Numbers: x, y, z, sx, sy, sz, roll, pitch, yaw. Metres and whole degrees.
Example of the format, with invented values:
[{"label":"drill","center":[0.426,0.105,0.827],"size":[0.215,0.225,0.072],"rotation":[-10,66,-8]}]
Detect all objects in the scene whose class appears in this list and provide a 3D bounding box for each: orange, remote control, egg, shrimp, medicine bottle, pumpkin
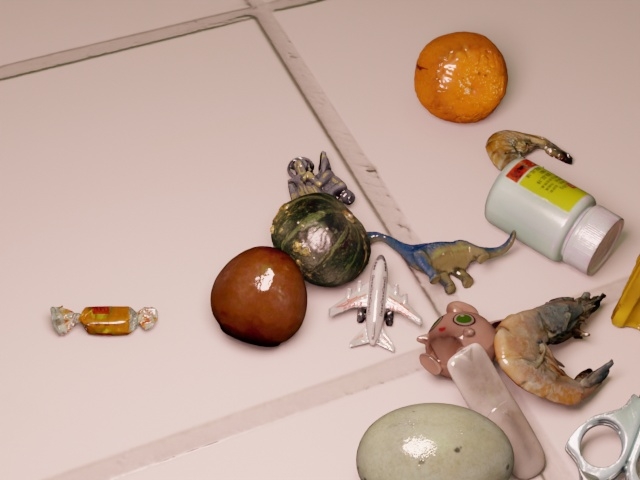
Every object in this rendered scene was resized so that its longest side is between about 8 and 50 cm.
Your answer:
[{"label":"orange","center":[0.283,-0.332,2.210],"size":[0.193,0.193,0.161],"rotation":[-12,16,-12]},{"label":"remote control","center":[0.282,0.270,1.708],"size":[0.073,0.044,0.229],"rotation":[-30,89,-17]},{"label":"egg","center":[0.171,0.328,1.632],"size":[0.237,0.169,0.169],"rotation":[3,49,-4]},{"label":"shrimp","center":[0.424,-0.155,2.146],"size":[0.150,0.051,0.217],"rotation":[-16,47,-25]},{"label":"shrimp","center":[0.409,0.178,1.810],"size":[0.289,0.075,0.178],"rotation":[-14,68,-45]},{"label":"medicine bottle","center":[0.422,-0.043,1.985],"size":[0.225,0.139,0.139],"rotation":[34,56,25]},{"label":"pumpkin","center":[0.001,0.000,1.911],"size":[0.146,0.190,0.190],"rotation":[-42,57,3]}]

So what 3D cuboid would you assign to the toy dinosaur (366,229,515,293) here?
[{"label":"toy dinosaur","center":[0.216,0.006,1.984],"size":[0.248,0.075,0.188],"rotation":[-25,50,-14]}]

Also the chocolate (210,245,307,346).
[{"label":"chocolate","center":[-0.099,0.086,1.831],"size":[0.177,0.176,0.176],"rotation":[1,49,-1]}]

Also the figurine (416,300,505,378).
[{"label":"figurine","center":[0.232,0.169,1.806],"size":[0.125,0.125,0.138],"rotation":[26,39,19]}]

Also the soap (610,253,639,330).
[{"label":"soap","center":[0.603,0.009,1.830],"size":[0.096,0.324,0.204],"rotation":[26,54,13]}]

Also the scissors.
[{"label":"scissors","center":[0.524,0.240,1.718],"size":[0.191,0.029,0.360],"rotation":[21,79,16]}]

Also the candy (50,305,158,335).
[{"label":"candy","center":[-0.370,0.138,1.863],"size":[0.182,0.046,0.053],"rotation":[2,45,-7]}]

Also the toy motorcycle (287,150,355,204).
[{"label":"toy motorcycle","center":[0.002,-0.089,2.061],"size":[0.124,0.061,0.193],"rotation":[-7,55,0]}]

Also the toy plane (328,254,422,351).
[{"label":"toy plane","center":[0.097,0.107,1.887],"size":[0.162,0.065,0.171],"rotation":[6,61,4]}]
